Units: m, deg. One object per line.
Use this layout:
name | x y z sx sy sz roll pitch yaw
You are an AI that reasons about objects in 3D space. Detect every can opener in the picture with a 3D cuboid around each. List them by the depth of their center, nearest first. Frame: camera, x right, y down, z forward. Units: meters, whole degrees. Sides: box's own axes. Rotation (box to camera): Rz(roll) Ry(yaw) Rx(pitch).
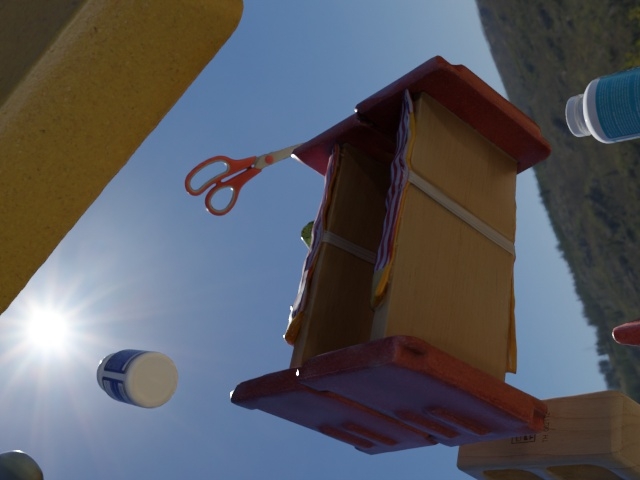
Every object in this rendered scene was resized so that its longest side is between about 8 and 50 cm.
can opener | -0.348 0.352 0.854 0.074 0.280 0.093 -18 -68 -58

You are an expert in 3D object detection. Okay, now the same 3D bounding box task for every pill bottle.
pill bottle | 0.653 -0.285 1.363 0.146 0.264 0.146 5 -97 -41
pill bottle | -0.528 0.386 1.866 0.153 0.264 0.153 4 -97 -39

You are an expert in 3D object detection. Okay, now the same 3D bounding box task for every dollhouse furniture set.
dollhouse furniture set | 0.148 0.074 0.464 0.374 0.152 0.202 30 -124 -25

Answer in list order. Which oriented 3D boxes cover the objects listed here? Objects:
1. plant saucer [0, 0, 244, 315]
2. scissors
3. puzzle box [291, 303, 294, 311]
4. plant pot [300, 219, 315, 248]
plant saucer | -0.275 -0.155 0.552 0.332 0.333 0.081 43 -176 30
scissors | -0.120 -0.158 1.271 0.109 0.297 0.021 56 175 -16
puzzle box | 0.142 0.187 1.343 0.052 0.408 0.272 38 141 53
plant pot | 0.000 0.000 1.397 0.079 0.083 0.083 45 -147 -38
